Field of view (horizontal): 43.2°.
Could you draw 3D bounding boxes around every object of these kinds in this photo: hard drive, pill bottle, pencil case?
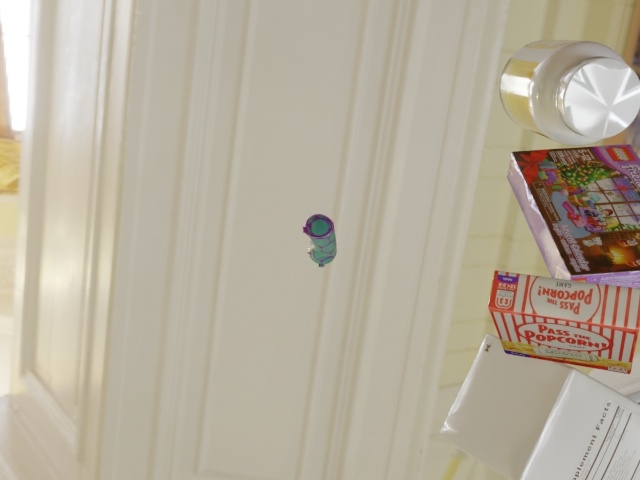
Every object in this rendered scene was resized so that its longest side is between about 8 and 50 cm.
[{"bbox_3d":[0.578,0.255,1.470,0.203,0.040,0.307,-26,174,23],"label":"hard drive"},{"bbox_3d":[0.254,-0.153,0.828,0.103,0.103,0.184,7,-165,-4],"label":"pill bottle"},{"bbox_3d":[0.000,0.000,1.796,0.070,0.064,0.151,-10,154,-1],"label":"pencil case"}]

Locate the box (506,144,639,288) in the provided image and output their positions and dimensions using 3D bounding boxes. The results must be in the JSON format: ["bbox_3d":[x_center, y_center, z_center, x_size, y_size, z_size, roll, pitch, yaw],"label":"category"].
[{"bbox_3d":[0.419,-0.036,1.216,0.201,0.057,0.293,-4,-138,-5],"label":"box"}]

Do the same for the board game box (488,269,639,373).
[{"bbox_3d":[0.268,0.092,0.883,0.147,0.045,0.193,7,161,21],"label":"board game box"}]

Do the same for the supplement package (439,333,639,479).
[{"bbox_3d":[0.358,0.285,1.192,0.293,0.175,0.177,29,176,-30],"label":"supplement package"}]
